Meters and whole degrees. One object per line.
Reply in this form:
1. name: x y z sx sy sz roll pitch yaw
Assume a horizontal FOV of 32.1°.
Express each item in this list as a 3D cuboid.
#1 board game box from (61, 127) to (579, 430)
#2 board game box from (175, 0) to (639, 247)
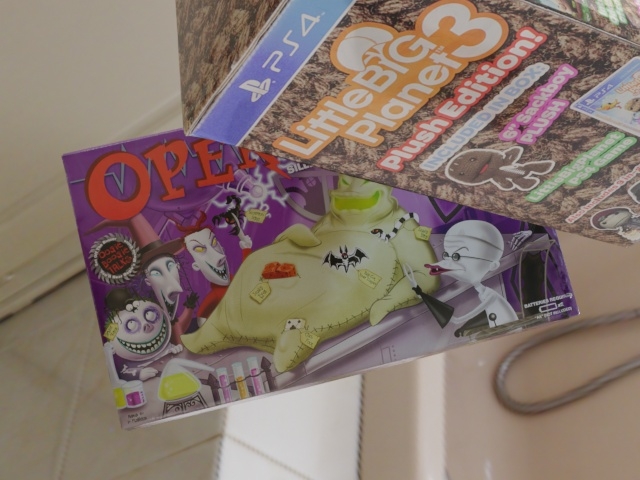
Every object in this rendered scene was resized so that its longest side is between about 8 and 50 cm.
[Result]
1. board game box: 0.000 0.000 0.834 0.056 0.346 0.208 107 -31 -77
2. board game box: 0.080 -0.151 0.596 0.291 0.141 0.232 13 52 -29
